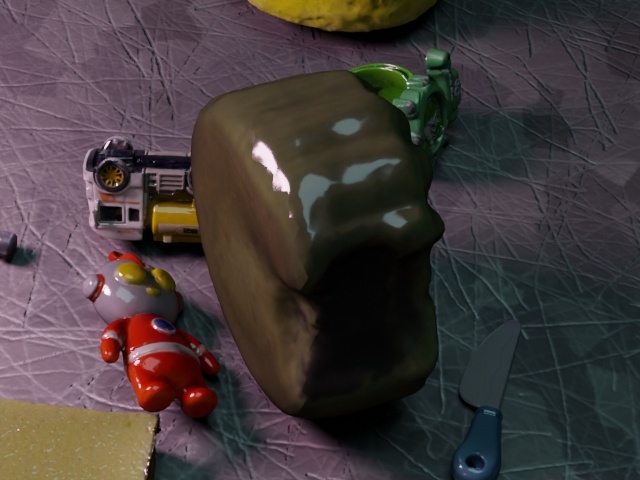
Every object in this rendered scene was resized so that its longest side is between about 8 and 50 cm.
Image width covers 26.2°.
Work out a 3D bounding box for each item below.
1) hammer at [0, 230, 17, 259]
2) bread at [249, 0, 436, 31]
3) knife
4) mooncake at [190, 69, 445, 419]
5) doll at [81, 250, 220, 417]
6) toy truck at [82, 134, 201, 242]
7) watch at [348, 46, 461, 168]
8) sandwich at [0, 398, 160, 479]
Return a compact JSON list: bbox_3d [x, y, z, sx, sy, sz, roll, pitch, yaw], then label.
[{"bbox_3d":[-0.443,0.084,1.486,0.137,0.037,0.290,13,48,4],"label":"hammer"},{"bbox_3d":[0.026,-0.486,1.872,0.348,0.308,0.348,3,44,-3],"label":"bread"},{"bbox_3d":[0.178,0.169,1.490,0.058,0.032,0.244,6,43,10],"label":"knife"},{"bbox_3d":[0.000,0.000,1.409,0.187,0.351,0.351,-18,53,-17],"label":"mooncake"},{"bbox_3d":[-0.185,0.091,1.474,0.142,0.076,0.245,16,33,-37],"label":"doll"},{"bbox_3d":[-0.159,-0.050,1.588,0.227,0.114,0.098,2,23,-5],"label":"toy truck"},{"bbox_3d":[0.084,-0.161,1.730,0.152,0.131,0.165,7,49,25],"label":"watch"},{"bbox_3d":[-0.278,0.270,1.327,0.212,0.063,0.245,6,47,4],"label":"sandwich"}]
